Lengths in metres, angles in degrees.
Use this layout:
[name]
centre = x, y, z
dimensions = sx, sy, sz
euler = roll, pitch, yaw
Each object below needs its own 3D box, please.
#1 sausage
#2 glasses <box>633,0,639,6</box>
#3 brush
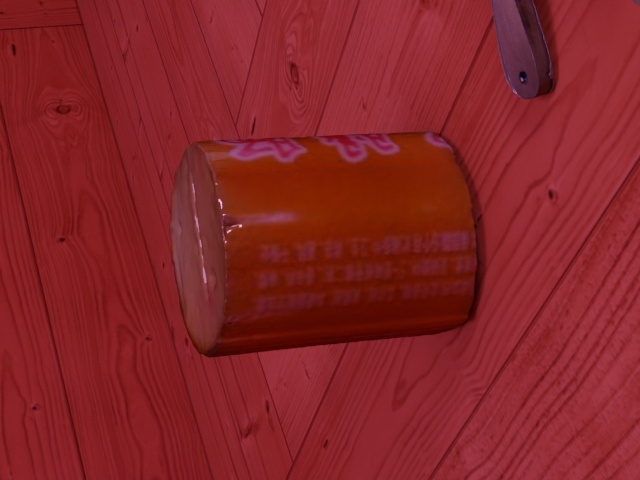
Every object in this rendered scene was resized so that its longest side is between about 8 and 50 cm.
[sausage]
centre = 0.000, 0.000, 1.328
dimensions = 0.233, 0.287, 0.233
euler = 177, 90, -69
[glasses]
centre = 0.308, -0.169, 0.806
dimensions = 0.220, 0.088, 0.190
euler = -18, 79, 49
[brush]
centre = 0.169, -0.293, 1.114
dimensions = 0.070, 0.065, 0.328
euler = 2, 108, 63
